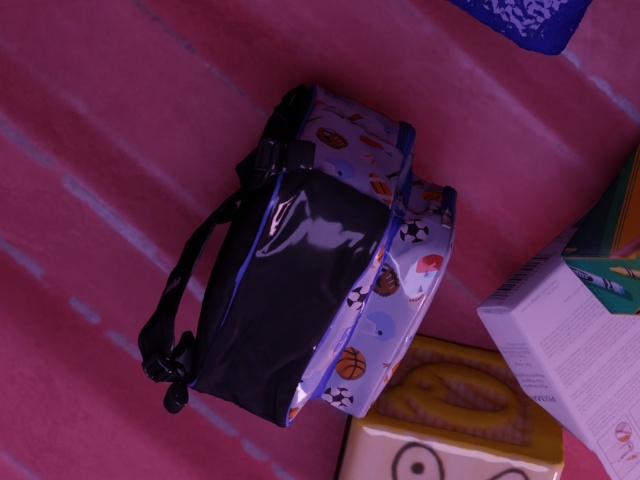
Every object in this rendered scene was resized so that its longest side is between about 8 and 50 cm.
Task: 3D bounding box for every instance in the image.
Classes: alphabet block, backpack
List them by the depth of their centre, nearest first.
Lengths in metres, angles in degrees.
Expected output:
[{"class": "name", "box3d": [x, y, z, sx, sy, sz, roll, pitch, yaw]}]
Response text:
[{"class": "backpack", "box3d": [0.000, 0.000, 1.684, 0.213, 0.263, 0.276, 24, 121, -12]}, {"class": "alphabet block", "box3d": [0.107, 0.220, 1.807, 0.192, 0.193, 0.197, 13, 114, -2]}]

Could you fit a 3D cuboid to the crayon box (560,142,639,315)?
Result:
[{"class": "crayon box", "box3d": [0.341, -0.021, 1.606, 0.081, 0.278, 0.165, 47, 68, -22]}]

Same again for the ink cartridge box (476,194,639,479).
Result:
[{"class": "ink cartridge box", "box3d": [0.265, 0.097, 1.753, 0.189, 0.066, 0.232, -40, 113, -25]}]

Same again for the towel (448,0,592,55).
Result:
[{"class": "towel", "box3d": [0.180, -0.329, 1.629, 0.227, 0.076, 0.308, 32, 114, -1]}]
